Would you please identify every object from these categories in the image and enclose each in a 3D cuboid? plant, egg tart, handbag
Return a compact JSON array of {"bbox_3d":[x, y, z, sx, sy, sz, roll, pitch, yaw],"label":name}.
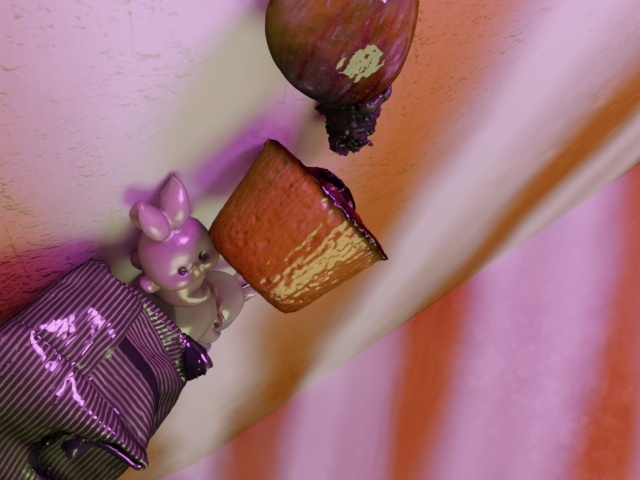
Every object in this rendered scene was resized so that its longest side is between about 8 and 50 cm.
[{"bbox_3d":[0.044,-0.167,0.822,0.085,0.087,0.174,-56,178,-25],"label":"plant"},{"bbox_3d":[-0.029,-0.012,0.851,0.171,0.215,0.215,-45,161,0],"label":"egg tart"},{"bbox_3d":[-0.323,0.205,0.895,0.340,0.240,0.247,-44,-173,39],"label":"handbag"}]

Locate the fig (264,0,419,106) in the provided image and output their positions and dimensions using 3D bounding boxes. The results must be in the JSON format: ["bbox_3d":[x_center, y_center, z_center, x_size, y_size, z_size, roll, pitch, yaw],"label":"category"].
[{"bbox_3d":[0.056,-0.234,0.589,0.245,0.149,0.149,-52,154,23],"label":"fig"}]

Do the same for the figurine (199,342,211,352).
[{"bbox_3d":[-0.253,0.187,1.303,0.082,0.086,0.094,-20,-153,15],"label":"figurine"}]

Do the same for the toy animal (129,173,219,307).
[{"bbox_3d":[-0.187,0.015,0.870,0.124,0.124,0.212,-25,165,-17],"label":"toy animal"}]

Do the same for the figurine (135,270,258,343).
[{"bbox_3d":[-0.196,0.112,1.107,0.235,0.127,0.155,-5,131,-59],"label":"figurine"}]
